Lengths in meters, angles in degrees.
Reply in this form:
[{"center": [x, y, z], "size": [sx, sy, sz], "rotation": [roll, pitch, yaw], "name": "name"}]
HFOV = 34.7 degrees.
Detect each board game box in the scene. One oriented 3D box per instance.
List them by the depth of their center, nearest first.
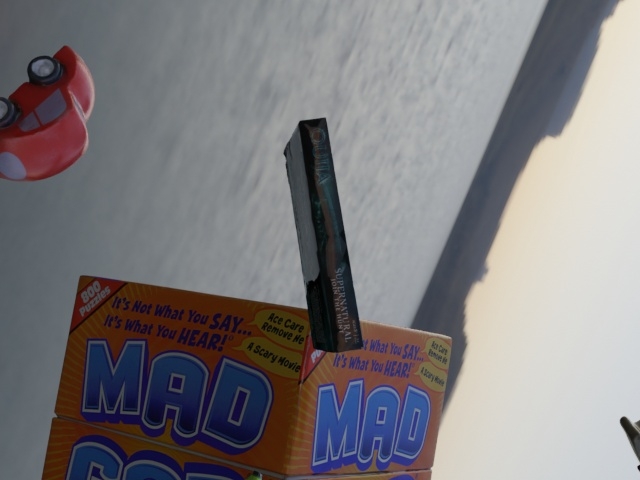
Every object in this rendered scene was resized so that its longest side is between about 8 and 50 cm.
[{"center": [0.000, 0.000, 0.862], "size": [0.126, 0.026, 0.186], "rotation": [151, -69, -81], "name": "board game box"}, {"center": [-0.090, 0.258, 1.304], "size": [0.356, 0.356, 0.356], "rotation": [16, 82, -57], "name": "board game box"}]

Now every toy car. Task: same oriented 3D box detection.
[{"center": [-0.230, 0.002, 0.647], "size": [0.239, 0.053, 0.225], "rotation": [-36, 152, -57], "name": "toy car"}]

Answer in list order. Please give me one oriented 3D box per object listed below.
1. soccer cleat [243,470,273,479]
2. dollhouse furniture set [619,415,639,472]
[{"center": [-0.016, 0.258, 0.877], "size": [0.060, 0.179, 0.072], "rotation": [40, 71, -41], "name": "soccer cleat"}, {"center": [0.406, 0.262, 1.024], "size": [0.262, 0.135, 0.259], "rotation": [-33, -165, 7], "name": "dollhouse furniture set"}]
